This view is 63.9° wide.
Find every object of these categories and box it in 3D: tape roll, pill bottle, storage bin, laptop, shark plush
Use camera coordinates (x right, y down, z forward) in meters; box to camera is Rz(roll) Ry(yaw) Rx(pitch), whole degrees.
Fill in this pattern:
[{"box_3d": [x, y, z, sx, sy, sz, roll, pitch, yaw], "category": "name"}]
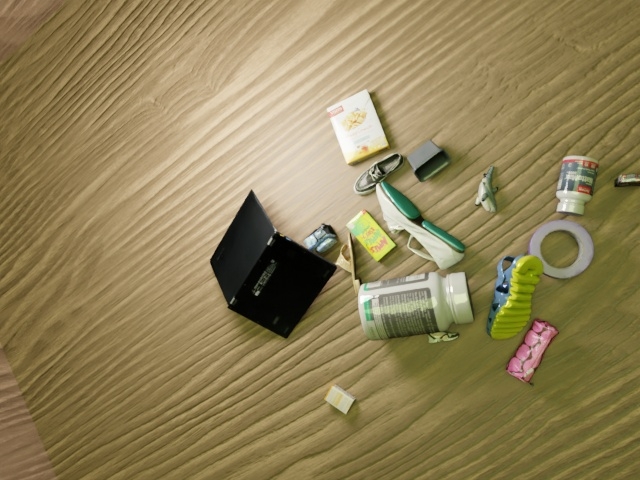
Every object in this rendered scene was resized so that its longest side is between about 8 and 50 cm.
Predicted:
[{"box_3d": [0.782, 0.030, 1.675, 0.189, 0.080, 0.189, -1, 86, 18], "category": "tape roll"}, {"box_3d": [0.325, 0.220, 1.746, 0.361, 0.204, 0.204, -11, 82, 18], "category": "pill bottle"}, {"box_3d": [0.383, -0.287, 1.833, 0.135, 0.098, 0.091, -37, 48, 13], "category": "storage bin"}, {"box_3d": [-0.200, 0.092, 1.976, 0.407, 0.236, 0.382, 30, 115, -9], "category": "laptop"}, {"box_3d": [0.585, -0.178, 1.787, 0.067, 0.073, 0.161, 10, 67, 0], "category": "shark plush"}, {"box_3d": [0.827, -0.175, 1.661, 0.108, 0.108, 0.180, 11, 90, 19], "category": "pill bottle"}]

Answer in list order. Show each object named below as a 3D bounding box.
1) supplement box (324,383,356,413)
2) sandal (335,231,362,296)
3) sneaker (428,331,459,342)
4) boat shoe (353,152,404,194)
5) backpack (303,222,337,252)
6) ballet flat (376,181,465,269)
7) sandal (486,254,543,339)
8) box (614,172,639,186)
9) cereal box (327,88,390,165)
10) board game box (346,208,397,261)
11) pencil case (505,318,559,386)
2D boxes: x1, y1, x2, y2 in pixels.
[{"box_3d": [0.072, 0.583, 1.890, 0.098, 0.036, 0.062, 30, 95, 18], "category": "supplement box"}, {"box_3d": [0.095, 0.094, 1.894, 0.079, 0.088, 0.240, -12, 87, 11], "category": "sandal"}, {"box_3d": [0.427, 0.331, 1.790, 0.109, 0.040, 0.044, -11, 80, 17], "category": "sneaker"}, {"box_3d": [0.208, -0.251, 1.891, 0.219, 0.070, 0.078, -38, 75, 12], "category": "boat shoe"}, {"box_3d": [0.000, 0.000, 1.923, 0.114, 0.105, 0.084, -34, 78, 13], "category": "backpack"}, {"box_3d": [0.324, -0.043, 1.817, 0.400, 0.139, 0.139, 42, 99, 16], "category": "ballet flat"}, {"box_3d": [0.628, 0.179, 1.702, 0.126, 0.138, 0.317, 11, 107, -19], "category": "sandal"}, {"box_3d": [1.009, -0.191, 1.609, 0.137, 0.094, 0.027, -2, 85, 19], "category": "box"}, {"box_3d": [0.142, -0.425, 1.938, 0.173, 0.047, 0.240, -23, 79, 15], "category": "cereal box"}, {"box_3d": [0.189, -0.019, 1.894, 0.092, 0.043, 0.181, -43, 75, 11], "category": "board game box"}, {"box_3d": [0.693, 0.360, 1.669, 0.095, 0.098, 0.209, 27, 94, 12], "category": "pencil case"}]
